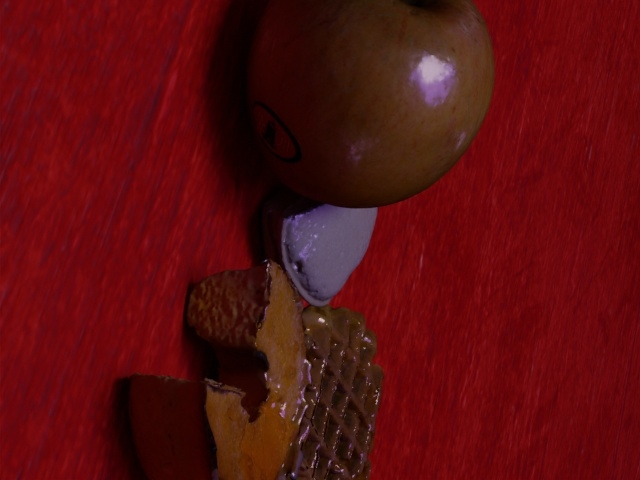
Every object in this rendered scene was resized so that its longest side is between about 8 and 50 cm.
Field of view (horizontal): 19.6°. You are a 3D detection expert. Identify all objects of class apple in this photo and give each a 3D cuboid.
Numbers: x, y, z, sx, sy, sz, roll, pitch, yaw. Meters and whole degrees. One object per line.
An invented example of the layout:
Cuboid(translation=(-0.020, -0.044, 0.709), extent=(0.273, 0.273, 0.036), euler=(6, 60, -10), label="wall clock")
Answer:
Cuboid(translation=(0.030, -0.108, 1.262), extent=(0.182, 0.182, 0.155), euler=(-47, 162, -56), label="apple")

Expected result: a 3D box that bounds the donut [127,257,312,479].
Cuboid(translation=(-0.060, 0.105, 1.181), extent=(0.181, 0.078, 0.146), euler=(-66, 149, -52), label="donut")

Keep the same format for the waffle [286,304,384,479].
Cuboid(translation=(0.002, 0.135, 1.359), extent=(0.191, 0.038, 0.191), euler=(2, 90, -65), label="waffle")

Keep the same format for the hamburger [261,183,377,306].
Cuboid(translation=(-0.003, 0.000, 1.329), extent=(0.121, 0.054, 0.084), euler=(-39, 130, -56), label="hamburger")
